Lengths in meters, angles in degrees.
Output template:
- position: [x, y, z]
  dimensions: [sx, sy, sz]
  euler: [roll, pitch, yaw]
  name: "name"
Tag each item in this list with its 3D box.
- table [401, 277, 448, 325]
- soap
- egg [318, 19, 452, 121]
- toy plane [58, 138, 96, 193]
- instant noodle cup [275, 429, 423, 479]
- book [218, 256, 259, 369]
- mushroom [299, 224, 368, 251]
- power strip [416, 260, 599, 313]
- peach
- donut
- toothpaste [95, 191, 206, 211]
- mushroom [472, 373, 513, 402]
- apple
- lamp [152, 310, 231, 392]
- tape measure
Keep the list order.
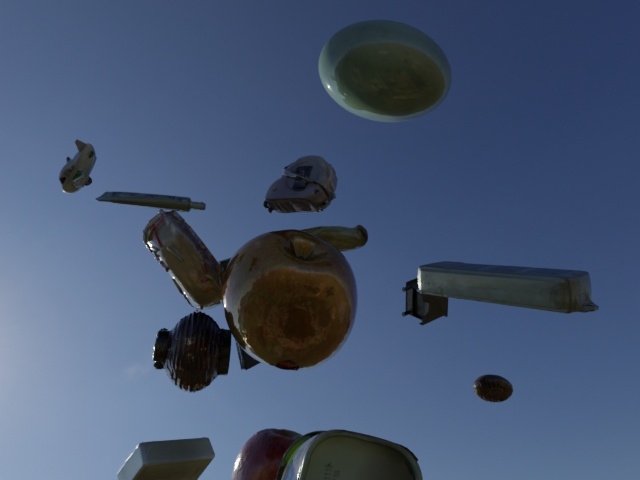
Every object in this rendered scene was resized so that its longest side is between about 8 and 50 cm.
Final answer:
- position: [0.224, 0.129, 1.001]
  dimensions: [0.082, 0.070, 0.083]
  euler: [-15, -68, -34]
  name: "table"
- position: [-0.352, 0.515, 1.057]
  dimensions: [0.183, 0.064, 0.121]
  euler: [18, -64, -44]
  name: "soap"
- position: [0.186, -0.487, 1.337]
  dimensions: [0.389, 0.276, 0.276]
  euler: [14, -47, 1]
  name: "egg"
- position: [-0.767, -0.229, 1.453]
  dimensions: [0.174, 0.174, 0.080]
  euler: [-35, -35, 23]
  name: "toy plane"
- position: [0.046, 0.473, 0.826]
  dimensions: [0.294, 0.294, 0.308]
  euler: [-3, -29, -8]
  name: "instant noodle cup"
- position: [-0.232, 0.251, 1.811]
  dimensions: [0.039, 0.428, 0.300]
  euler: [-4, 9, 42]
  name: "book"
- position: [0.001, -0.002, 1.555]
  dimensions: [0.333, 0.087, 0.107]
  euler: [-1, -39, -17]
  name: "mushroom"
- position: [0.263, 0.065, 0.687]
  dimensions: [0.078, 0.052, 0.272]
  euler: [-6, 4, -38]
  name: "power strip"
- position: [-0.165, 0.870, 1.650]
  dimensions: [0.373, 0.372, 0.290]
  euler: [-22, -19, 11]
  name: "peach"
- position: [-0.444, 0.075, 1.521]
  dimensions: [0.142, 0.382, 0.382]
  euler: [-38, -41, -19]
  name: "donut"
- position: [-0.414, -0.097, 1.139]
  dimensions: [0.255, 0.067, 0.037]
  euler: [5, -66, -6]
  name: "toothpaste"
- position: [0.581, 0.500, 1.552]
  dimensions: [0.126, 0.085, 0.109]
  euler: [-21, -34, 29]
  name: "mushroom"
- position: [-0.082, 0.154, 1.299]
  dimensions: [0.391, 0.391, 0.346]
  euler: [9, -54, -19]
  name: "apple"
- position: [-0.384, 0.334, 1.384]
  dimensions: [0.247, 0.247, 0.247]
  euler: [-6, -45, -6]
  name: "lamp"
- position: [-0.046, -0.179, 1.476]
  dimensions: [0.236, 0.197, 0.120]
  euler: [3, -28, 28]
  name: "tape measure"
